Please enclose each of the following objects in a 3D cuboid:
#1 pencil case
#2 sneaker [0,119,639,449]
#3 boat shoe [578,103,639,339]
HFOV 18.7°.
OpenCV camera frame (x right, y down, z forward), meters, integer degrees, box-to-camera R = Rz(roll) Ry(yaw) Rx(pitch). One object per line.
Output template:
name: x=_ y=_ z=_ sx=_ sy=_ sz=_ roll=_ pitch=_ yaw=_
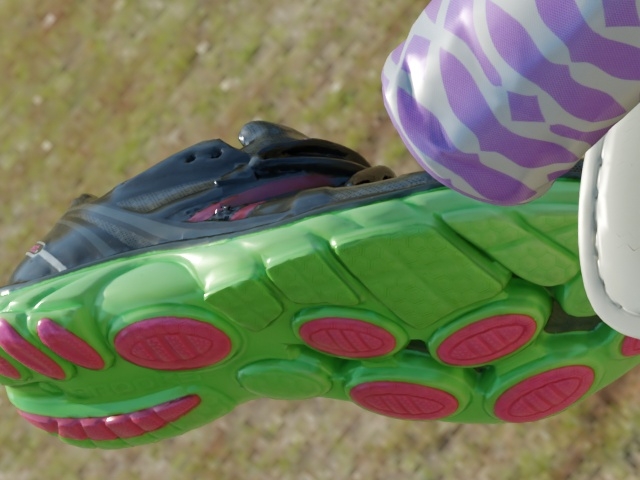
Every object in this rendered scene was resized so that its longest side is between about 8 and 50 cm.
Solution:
pencil case: x=0.110 y=-0.097 z=0.689 sx=0.206 sy=0.088 sz=0.086 roll=-42 pitch=55 yaw=36
sneaker: x=0.000 y=0.000 z=1.167 sx=0.483 sy=0.185 sz=0.202 roll=-5 pitch=46 yaw=29
boat shoe: x=0.211 y=-0.102 z=0.851 sx=0.117 sy=0.097 sz=0.324 roll=18 pitch=87 yaw=37
